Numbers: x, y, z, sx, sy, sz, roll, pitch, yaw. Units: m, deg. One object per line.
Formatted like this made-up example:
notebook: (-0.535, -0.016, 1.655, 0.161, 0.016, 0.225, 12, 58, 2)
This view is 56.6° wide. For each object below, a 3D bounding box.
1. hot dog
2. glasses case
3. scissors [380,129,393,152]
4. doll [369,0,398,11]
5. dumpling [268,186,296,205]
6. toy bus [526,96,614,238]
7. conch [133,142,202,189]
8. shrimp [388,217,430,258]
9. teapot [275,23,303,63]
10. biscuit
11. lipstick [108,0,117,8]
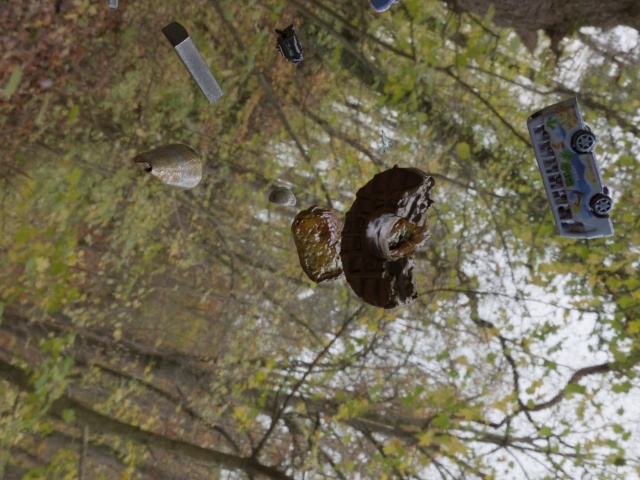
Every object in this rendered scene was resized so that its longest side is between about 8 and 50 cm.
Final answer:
hot dog: (0.001, 0.001, 1.914, 0.114, 0.175, 0.259, -85, 161, -68)
glasses case: (-0.290, -0.408, 1.372, 0.047, 0.071, 0.205, -37, 153, -3)
scissors: (0.228, -0.351, 2.087, 0.014, 0.058, 0.119, 56, -3, 29)
doll: (0.251, -0.839, 1.711, 0.310, 0.284, 0.240, -47, -143, -8)
dumpling: (-0.112, -0.130, 1.752, 0.043, 0.077, 0.060, 33, 66, -80)
toy bus: (0.593, -0.160, 1.399, 0.135, 0.330, 0.109, -15, -165, 25)
conch: (-0.428, -0.226, 1.724, 0.127, 0.158, 0.255, -46, 176, 7)
shrimp: (0.250, 0.005, 2.071, 0.294, 0.154, 0.062, -36, 180, 17)
teapot: (-0.133, -0.786, 2.399, 0.177, 0.096, 0.087, 60, 19, -50)
biscuit: (0.162, -0.014, 1.539, 0.268, 0.115, 0.367, 9, -93, 51)
lipstick: (-0.617, -0.747, 1.766, 0.025, 0.025, 0.107, 179, -89, -67)
